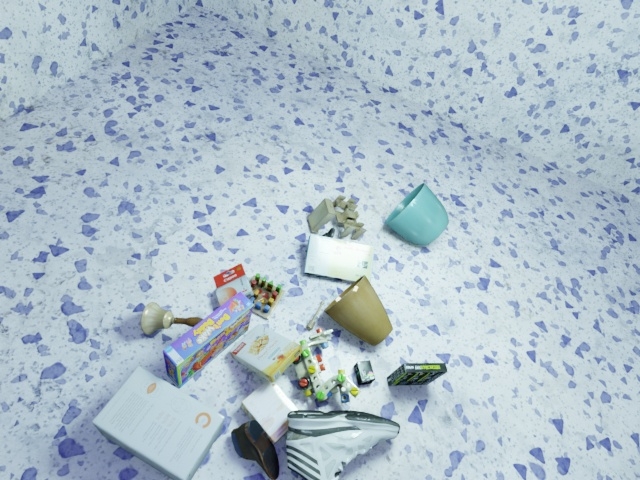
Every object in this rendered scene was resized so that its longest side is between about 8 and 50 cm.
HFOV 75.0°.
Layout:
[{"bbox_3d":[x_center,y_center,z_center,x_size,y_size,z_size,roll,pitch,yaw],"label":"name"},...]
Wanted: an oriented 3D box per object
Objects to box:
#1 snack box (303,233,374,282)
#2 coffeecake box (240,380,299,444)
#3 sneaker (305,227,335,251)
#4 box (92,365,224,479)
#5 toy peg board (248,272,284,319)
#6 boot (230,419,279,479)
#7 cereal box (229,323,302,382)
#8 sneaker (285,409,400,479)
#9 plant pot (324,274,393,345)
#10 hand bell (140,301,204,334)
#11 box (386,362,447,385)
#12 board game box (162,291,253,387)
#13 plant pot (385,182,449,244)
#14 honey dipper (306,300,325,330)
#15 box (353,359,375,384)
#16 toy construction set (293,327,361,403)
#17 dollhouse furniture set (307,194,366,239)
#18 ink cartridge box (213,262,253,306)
[{"bbox_3d":[0.090,0.091,1.989,0.322,0.060,0.187,11,77,-8],"label":"snack box"},{"bbox_3d":[-0.181,0.630,1.541,0.142,0.068,0.185,-34,69,-34],"label":"coffeecake box"},{"bbox_3d":[-0.001,0.000,2.044,0.089,0.051,0.170,27,88,-16],"label":"sneaker"},{"bbox_3d":[-0.527,0.617,1.388,0.345,0.168,0.215,28,51,7],"label":"box"},{"bbox_3d":[-0.257,0.231,1.814,0.161,0.079,0.161,27,51,5],"label":"toy peg board"},{"bbox_3d":[-0.228,0.736,1.457,0.219,0.106,0.082,64,27,1],"label":"boot"},{"bbox_3d":[-0.215,0.432,1.625,0.240,0.047,0.173,16,43,36],"label":"cereal box"},{"bbox_3d":[0.078,0.758,1.501,0.447,0.169,0.257,11,75,-21],"label":"sneaker"},{"bbox_3d":[0.187,0.319,1.802,0.254,0.237,0.237,48,55,4],"label":"plant pot"},{"bbox_3d":[-0.543,0.308,1.594,0.242,0.126,0.126,3,50,12],"label":"hand bell"},{"bbox_3d":[0.389,0.545,1.694,0.184,0.191,0.045,5,55,-12],"label":"box"},{"bbox_3d":[-0.414,0.371,1.564,0.078,0.233,0.347,41,54,15],"label":"board game box"},{"bbox_3d":[0.524,-0.116,2.183,0.235,0.293,0.293,42,52,-3],"label":"plant pot"},{"bbox_3d":[-0.019,0.326,1.845,0.030,0.030,0.161,26,49,4],"label":"honey dipper"},{"bbox_3d":[0.181,0.545,1.721,0.062,0.052,0.083,-1,53,-18],"label":"box"},{"bbox_3d":[0.007,0.494,1.646,0.215,0.151,0.328,-22,51,-1],"label":"toy construction set"},{"bbox_3d":[0.082,-0.108,2.160,0.242,0.161,0.212,12,48,-36],"label":"dollhouse furniture set"},{"bbox_3d":[-0.382,0.188,1.792,0.145,0.045,0.179,-26,59,-3],"label":"ink cartridge box"}]
